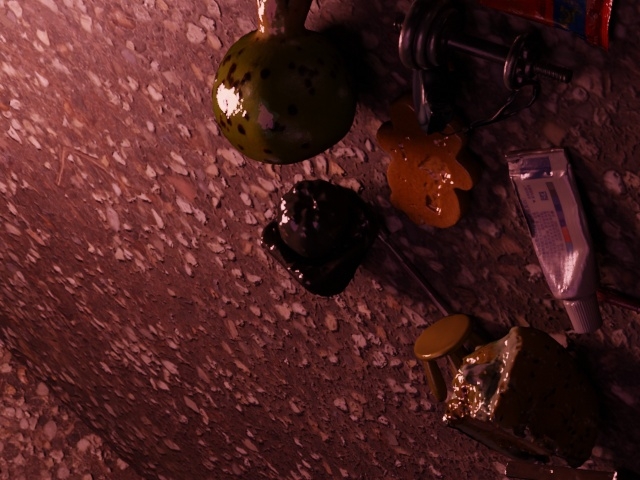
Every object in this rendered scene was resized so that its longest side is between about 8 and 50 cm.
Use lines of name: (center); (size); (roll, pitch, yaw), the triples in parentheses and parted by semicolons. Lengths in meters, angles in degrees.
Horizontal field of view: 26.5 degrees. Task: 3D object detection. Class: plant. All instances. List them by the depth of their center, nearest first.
plant: (0.000, 0.000, 2.244); (0.142, 0.164, 0.256); (45, 167, 26)

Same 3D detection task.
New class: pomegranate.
pomegranate: (-0.058, -0.256, 2.022); (0.231, 0.230, 0.286); (-6, 92, 51)

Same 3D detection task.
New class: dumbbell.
dumbbell: (0.213, -0.253, 1.791); (0.254, 0.110, 0.110); (21, 140, 24)

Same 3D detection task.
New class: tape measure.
tape measure: (0.214, -0.210, 1.889); (0.179, 0.107, 0.104); (-8, 159, 11)

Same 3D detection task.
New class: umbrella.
umbrella: (0.407, 0.077, 1.985); (0.165, 0.027, 0.025); (21, -175, 32)

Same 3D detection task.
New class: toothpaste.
toothpaste: (0.344, 0.001, 1.939); (0.099, 0.068, 0.283); (-14, 104, 21)

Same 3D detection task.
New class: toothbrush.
toothbrush: (0.152, 0.048, 2.256); (0.194, 0.014, 0.017); (51, 145, -6)

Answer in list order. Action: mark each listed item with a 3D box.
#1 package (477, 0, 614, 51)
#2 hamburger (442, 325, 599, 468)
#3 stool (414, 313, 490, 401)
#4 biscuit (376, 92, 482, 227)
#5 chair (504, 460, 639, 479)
package: (0.282, -0.305, 1.720); (0.200, 0.022, 0.083); (27, 143, 31)
hamburger: (0.320, 0.242, 2.129); (0.288, 0.192, 0.167); (27, 168, -35)
stool: (0.227, 0.196, 2.243); (0.110, 0.135, 0.134); (57, -169, -21)
biscuit: (0.164, -0.112, 2.050); (0.184, 0.035, 0.249); (28, 144, 28)
chair: (0.497, 0.465, 2.062); (0.240, 0.203, 0.416); (24, 163, -37)
